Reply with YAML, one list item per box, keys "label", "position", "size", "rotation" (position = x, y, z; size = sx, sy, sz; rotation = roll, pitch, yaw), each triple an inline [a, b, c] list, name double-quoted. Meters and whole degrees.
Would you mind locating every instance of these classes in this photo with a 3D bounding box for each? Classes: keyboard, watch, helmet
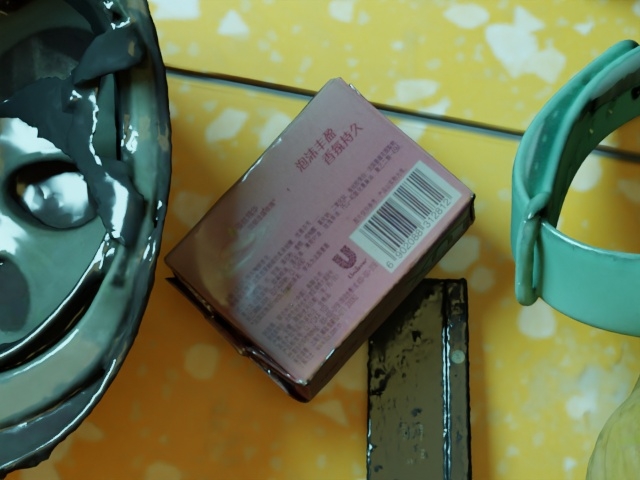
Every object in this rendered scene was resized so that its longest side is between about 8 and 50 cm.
- label: "keyboard"
  position: [0.055, 0.117, 0.947]
  size: [0.060, 0.018, 0.195]
  rotation: [0, 75, 4]
- label: "watch"
  position: [0.202, -0.031, 0.903]
  size: [0.237, 0.068, 0.195]
  rotation: [-36, 51, -29]
- label: "helmet"
  position: [-0.196, -0.026, 0.886]
  size: [0.225, 0.177, 0.305]
  rotation: [11, 87, -9]

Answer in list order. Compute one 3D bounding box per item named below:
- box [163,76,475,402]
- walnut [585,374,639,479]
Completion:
- label: "box"
  position: [0.000, 0.000, 0.944]
  size: [0.111, 0.060, 0.156]
  rotation: [42, 80, 12]
- label: "walnut"
  position: [0.245, 0.150, 0.880]
  size: [0.226, 0.193, 0.193]
  rotation: [41, 82, 10]
